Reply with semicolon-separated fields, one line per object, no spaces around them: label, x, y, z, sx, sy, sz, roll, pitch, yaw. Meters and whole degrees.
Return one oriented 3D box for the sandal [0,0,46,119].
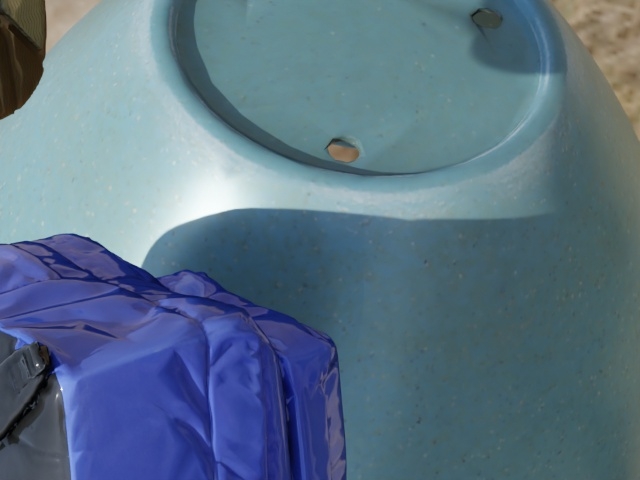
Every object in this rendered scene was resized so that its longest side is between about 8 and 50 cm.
sandal;-0.126;-0.054;0.412;0.049;0.180;0.072;6;105;33

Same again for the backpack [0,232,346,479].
backpack;-0.057;0.051;0.492;0.120;0.101;0.098;18;112;50

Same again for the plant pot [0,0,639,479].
plant pot;0.000;0.000;0.666;0.195;0.290;0.290;100;154;-48
